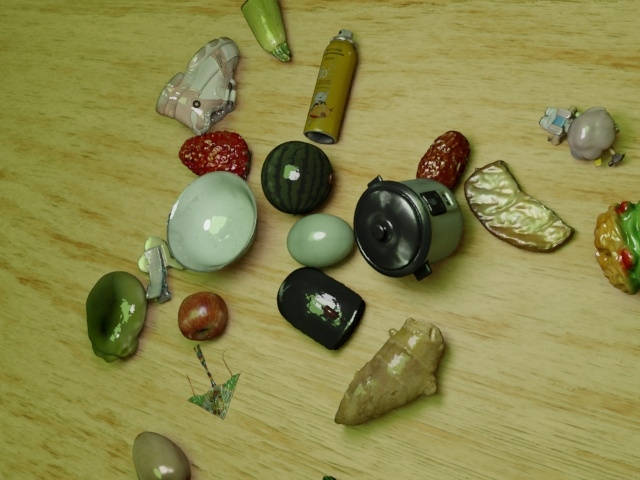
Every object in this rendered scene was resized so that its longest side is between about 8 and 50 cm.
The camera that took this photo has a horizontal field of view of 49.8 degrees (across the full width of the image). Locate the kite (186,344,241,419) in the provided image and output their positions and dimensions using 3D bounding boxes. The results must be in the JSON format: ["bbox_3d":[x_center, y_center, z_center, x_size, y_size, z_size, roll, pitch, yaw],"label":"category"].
[{"bbox_3d":[-0.315,0.404,1.999,0.198,0.006,0.244,-33,62,14],"label":"kite"}]

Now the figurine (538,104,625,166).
[{"bbox_3d":[0.641,-0.271,1.693,0.229,0.112,0.137,37,97,41],"label":"figurine"}]

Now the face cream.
[{"bbox_3d":[0.039,-0.466,2.057,0.105,0.105,0.348,8,77,28],"label":"face cream"}]

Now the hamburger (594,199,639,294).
[{"bbox_3d":[0.680,0.014,1.510,0.149,0.237,0.237,-9,69,28],"label":"hamburger"}]

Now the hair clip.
[{"bbox_3d":[-0.502,0.083,2.164,0.159,0.071,0.218,-18,66,12],"label":"hair clip"}]

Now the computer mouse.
[{"bbox_3d":[-0.016,0.169,1.875,0.269,0.100,0.170,30,90,31],"label":"computer mouse"}]

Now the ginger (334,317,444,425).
[{"bbox_3d":[0.168,0.343,1.714,0.354,0.126,0.190,-40,71,13],"label":"ginger"}]

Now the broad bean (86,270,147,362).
[{"bbox_3d":[-0.636,0.232,2.154,0.238,0.119,0.291,-26,61,26],"label":"broad bean"}]

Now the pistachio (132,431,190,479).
[{"bbox_3d":[-0.442,0.626,1.919,0.144,0.144,0.215,-48,53,5],"label":"pistachio"}]

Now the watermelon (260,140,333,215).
[{"bbox_3d":[-0.067,-0.175,1.953,0.212,0.212,0.212,-9,70,24],"label":"watermelon"}]

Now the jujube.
[{"bbox_3d":[0.328,-0.208,1.831,0.112,0.109,0.176,31,79,-5],"label":"jujube"}]

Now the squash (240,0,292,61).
[{"bbox_3d":[-0.177,-0.686,2.230,0.137,0.137,0.287,-22,67,19],"label":"squash"}]

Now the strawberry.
[{"bbox_3d":[-0.336,-0.250,2.121,0.237,0.111,0.190,13,101,8],"label":"strawberry"}]

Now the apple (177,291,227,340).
[{"bbox_3d":[-0.342,0.215,2.001,0.146,0.146,0.131,-23,55,18],"label":"apple"}]

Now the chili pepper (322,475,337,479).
[{"bbox_3d":[-0.038,0.689,1.724,0.253,0.083,0.099,-40,51,6],"label":"chili pepper"}]

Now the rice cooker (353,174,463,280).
[{"bbox_3d":[0.213,-0.038,1.720,0.241,0.227,0.280,-36,73,43],"label":"rice cooker"}]

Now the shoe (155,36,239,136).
[{"bbox_3d":[-0.359,-0.489,2.244,0.198,0.172,0.351,41,72,-4],"label":"shoe"}]

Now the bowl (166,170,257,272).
[{"bbox_3d":[-0.292,-0.037,2.055,0.313,0.146,0.313,-8,69,23],"label":"bowl"}]

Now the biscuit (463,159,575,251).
[{"bbox_3d":[0.482,-0.073,1.738,0.154,0.045,0.299,-42,61,7],"label":"biscuit"}]

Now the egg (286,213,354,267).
[{"bbox_3d":[0.000,0.000,1.893,0.192,0.149,0.149,-12,68,20],"label":"egg"}]
